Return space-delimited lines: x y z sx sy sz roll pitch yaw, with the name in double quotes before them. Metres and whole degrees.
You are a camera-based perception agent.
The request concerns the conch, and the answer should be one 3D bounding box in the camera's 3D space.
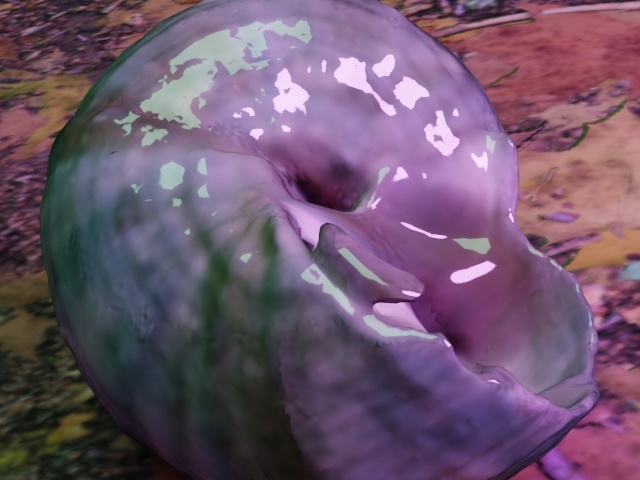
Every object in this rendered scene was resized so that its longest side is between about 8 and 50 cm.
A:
"conch" 0.000 0.000 0.742 0.220 0.195 0.277 13 5 2
